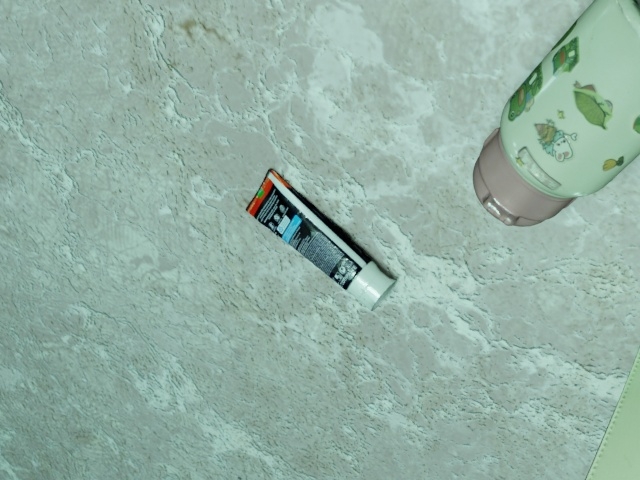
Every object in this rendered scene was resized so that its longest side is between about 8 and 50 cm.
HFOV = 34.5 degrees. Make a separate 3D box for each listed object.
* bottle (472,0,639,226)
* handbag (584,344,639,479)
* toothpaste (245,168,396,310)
[{"bbox_3d":[0.224,-0.107,0.886,0.120,0.120,0.253,40,137,1],"label":"bottle"},{"bbox_3d":[0.362,0.230,0.884,0.237,0.358,0.160,4,123,31],"label":"handbag"},{"bbox_3d":[0.000,0.000,1.174,0.193,0.045,0.071,39,128,10],"label":"toothpaste"}]
